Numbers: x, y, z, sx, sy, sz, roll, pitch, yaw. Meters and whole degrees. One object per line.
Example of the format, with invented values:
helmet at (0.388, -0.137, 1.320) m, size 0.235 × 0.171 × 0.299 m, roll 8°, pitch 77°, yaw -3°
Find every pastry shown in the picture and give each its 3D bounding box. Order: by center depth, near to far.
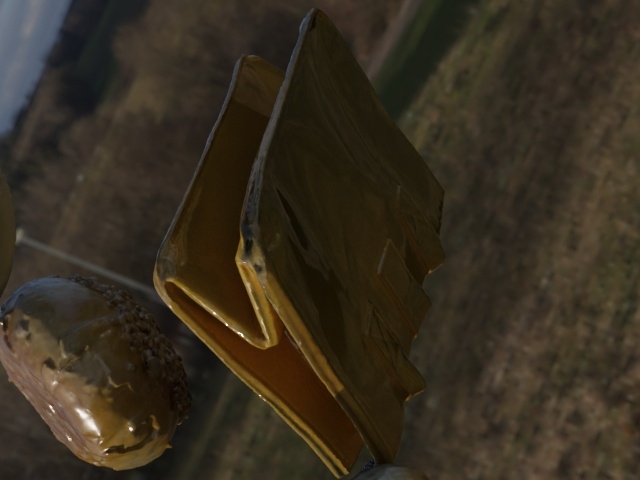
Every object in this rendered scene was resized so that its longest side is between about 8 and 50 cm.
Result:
pastry at (-0.287, 0.159, 2.047) m, size 0.184 × 0.284 × 0.315 m, roll -41°, pitch 3°, yaw -19°

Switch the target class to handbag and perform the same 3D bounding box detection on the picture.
handbag at (0.000, 0.000, 1.443) m, size 0.133 × 0.283 × 0.401 m, roll -27°, pitch 28°, yaw 27°

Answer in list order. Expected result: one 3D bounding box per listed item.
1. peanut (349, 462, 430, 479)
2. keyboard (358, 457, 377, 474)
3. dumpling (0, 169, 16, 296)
peanut at (0.004, 0.250, 1.297) m, size 0.206 × 0.087 × 0.087 m, roll -27°, pitch 6°, yaw -10°
keyboard at (0.013, 0.265, 1.464) m, size 0.196 × 0.015 × 0.074 m, roll -58°, pitch -1°, yaw 20°
dumpling at (-0.401, -0.026, 1.593) m, size 0.260 × 0.181 × 0.341 m, roll -121°, pitch 18°, yaw -61°
